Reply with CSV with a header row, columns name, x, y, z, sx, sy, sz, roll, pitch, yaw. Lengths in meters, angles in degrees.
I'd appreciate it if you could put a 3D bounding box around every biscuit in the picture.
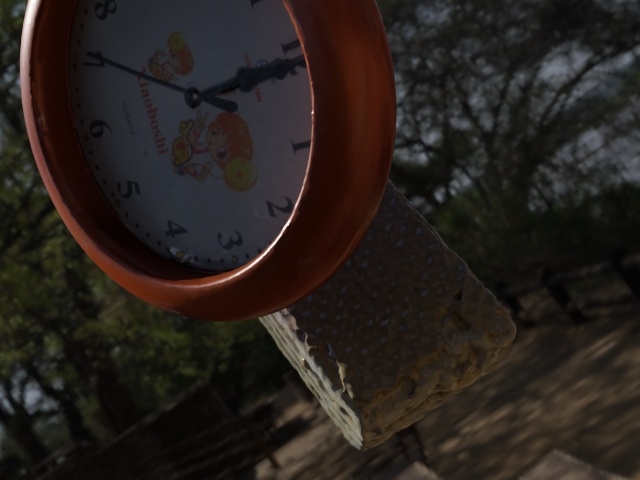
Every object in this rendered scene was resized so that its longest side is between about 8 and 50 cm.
name,x,y,z,sx,sy,sz,roll,pitch,yaw
biscuit,0.000,0.000,0.674,0.108,0.239,0.062,-31,-27,-15

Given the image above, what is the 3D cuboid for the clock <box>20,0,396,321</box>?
name,x,y,z,sx,sy,sz,roll,pitch,yaw
clock,-0.055,-0.064,0.528,0.205,0.205,0.051,-37,-10,37
